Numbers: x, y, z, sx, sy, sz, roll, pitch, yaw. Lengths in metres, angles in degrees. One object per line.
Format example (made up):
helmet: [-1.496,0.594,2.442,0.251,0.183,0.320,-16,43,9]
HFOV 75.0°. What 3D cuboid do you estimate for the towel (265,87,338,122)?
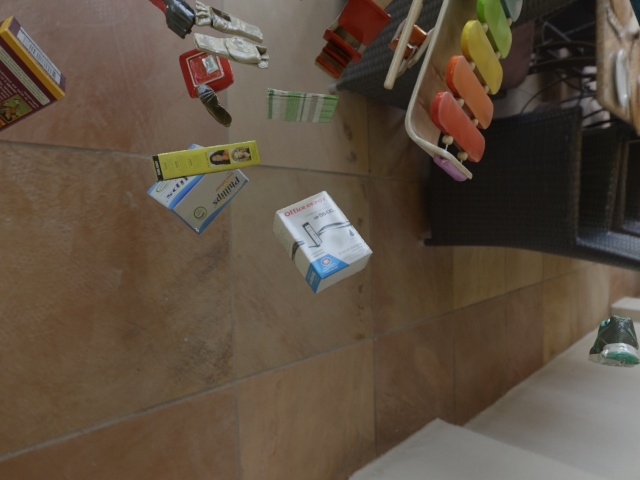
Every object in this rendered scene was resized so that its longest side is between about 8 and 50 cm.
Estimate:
towel: [-0.044,-0.294,0.916,0.151,0.113,0.023,1,80,-9]

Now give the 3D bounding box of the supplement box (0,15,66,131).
supplement box: [-0.481,-0.216,0.592,0.188,0.081,0.104,-30,136,-3]

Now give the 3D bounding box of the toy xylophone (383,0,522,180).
toy xylophone: [0.193,-0.250,0.569,0.236,0.081,0.323,0,106,-53]

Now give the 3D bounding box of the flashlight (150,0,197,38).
flashlight: [-0.527,-0.749,1.271,0.304,0.103,0.103,39,69,-17]

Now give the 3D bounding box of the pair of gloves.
pair of gloves: [-0.241,-0.558,1.135,0.204,0.042,0.240,8,49,-27]

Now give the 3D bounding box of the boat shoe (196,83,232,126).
boat shoe: [-0.336,-0.418,1.312,0.056,0.049,0.152,-35,90,-16]

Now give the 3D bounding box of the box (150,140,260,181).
box: [-0.263,-0.182,0.958,0.232,0.087,0.058,-15,100,-23]

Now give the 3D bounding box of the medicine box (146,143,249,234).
medicine box: [-0.451,-0.195,1.518,0.263,0.289,0.149,-51,129,-12]

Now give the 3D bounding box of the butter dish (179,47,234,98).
butter dish: [-0.365,-0.552,1.393,0.118,0.159,0.160,22,50,-82]

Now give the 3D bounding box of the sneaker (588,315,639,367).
sneaker: [0.486,0.166,0.687,0.166,0.064,0.076,43,56,-62]

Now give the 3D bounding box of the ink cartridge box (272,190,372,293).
ink cartridge box: [0.000,0.000,0.989,0.148,0.086,0.203,-26,67,-24]

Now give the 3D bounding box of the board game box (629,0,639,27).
board game box: [0.708,-0.485,0.692,0.079,0.336,0.254,-40,107,-13]

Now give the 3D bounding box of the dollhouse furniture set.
dollhouse furniture set: [0.071,-0.430,0.852,0.262,0.259,0.135,34,91,-12]
